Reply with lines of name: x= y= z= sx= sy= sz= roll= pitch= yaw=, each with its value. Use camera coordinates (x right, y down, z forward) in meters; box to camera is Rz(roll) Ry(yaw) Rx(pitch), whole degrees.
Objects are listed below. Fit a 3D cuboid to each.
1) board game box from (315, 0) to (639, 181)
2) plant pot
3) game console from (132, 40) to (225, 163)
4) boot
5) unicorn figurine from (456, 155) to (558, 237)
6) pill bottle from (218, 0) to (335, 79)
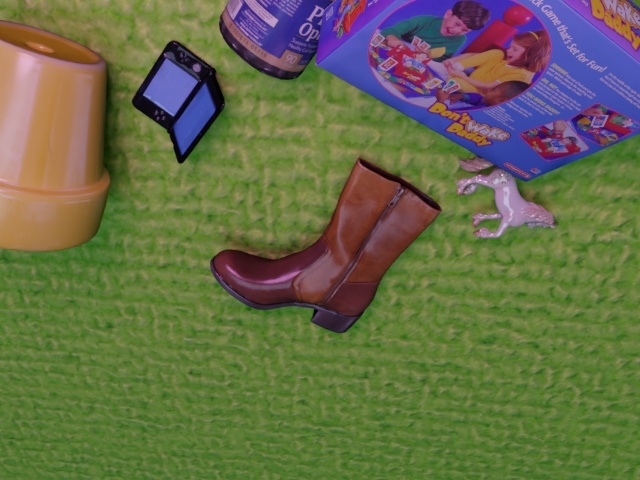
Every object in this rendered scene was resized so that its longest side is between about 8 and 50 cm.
board game box: x=0.204 y=-0.198 z=0.742 sx=0.347 sy=0.078 sz=0.233 roll=22 pitch=151 yaw=-30
plant pot: x=-0.393 y=-0.148 z=0.898 sx=0.254 sy=0.254 sz=0.239 roll=20 pitch=109 yaw=-6
game console: x=-0.197 y=-0.188 z=0.929 sx=0.107 sy=0.071 sz=0.122 roll=35 pitch=122 yaw=-16
boot: x=0.000 y=0.000 z=1.017 sx=0.264 sy=0.096 sz=0.280 roll=26 pitch=123 yaw=-9
unicorn figurine: x=0.263 y=-0.051 z=0.964 sx=0.111 sy=0.060 sz=0.162 roll=-20 pitch=120 yaw=21
pill bottle: x=-0.017 y=-0.307 z=0.789 sx=0.123 sy=0.123 sz=0.219 roll=32 pitch=123 yaw=-14
